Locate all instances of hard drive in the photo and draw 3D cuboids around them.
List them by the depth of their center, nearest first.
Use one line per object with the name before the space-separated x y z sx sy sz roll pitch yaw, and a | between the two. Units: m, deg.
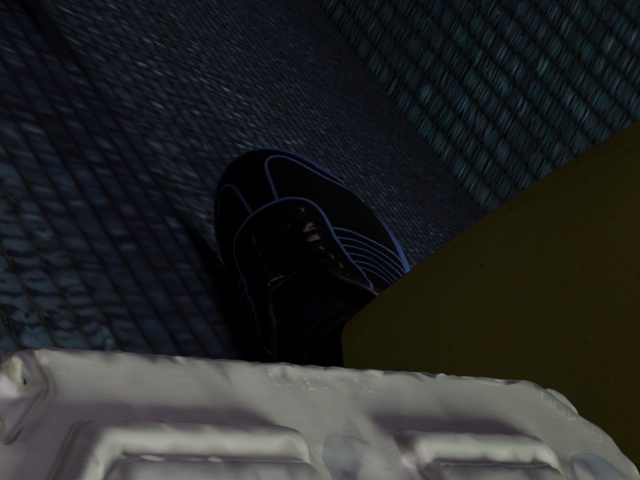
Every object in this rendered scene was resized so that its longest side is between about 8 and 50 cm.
hard drive | 0.063 0.162 0.383 0.237 0.064 0.339 9 36 -48

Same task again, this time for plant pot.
plant pot | 0.125 0.090 0.720 0.212 0.187 0.212 38 41 -55

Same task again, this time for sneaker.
sneaker | 0.004 0.028 0.886 0.232 0.081 0.090 56 3 37
